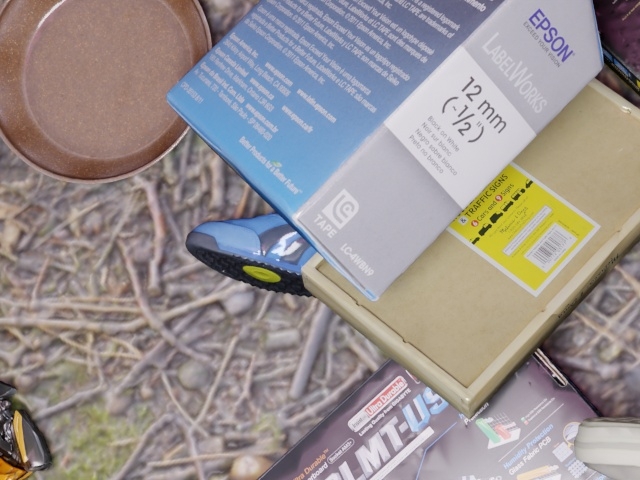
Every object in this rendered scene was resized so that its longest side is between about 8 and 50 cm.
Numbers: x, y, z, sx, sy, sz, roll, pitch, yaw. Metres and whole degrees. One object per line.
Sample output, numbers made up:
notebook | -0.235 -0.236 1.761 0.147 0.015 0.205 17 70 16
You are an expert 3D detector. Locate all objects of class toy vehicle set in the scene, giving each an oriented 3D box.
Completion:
toy vehicle set | 0.136 -0.014 1.416 0.166 0.035 0.267 39 74 22

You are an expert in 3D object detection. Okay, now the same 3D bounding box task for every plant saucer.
plant saucer | -0.180 -0.142 1.558 0.199 0.036 0.198 -2 83 13

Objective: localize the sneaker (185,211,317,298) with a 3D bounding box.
sneaker | 0.000 0.000 1.486 0.209 0.069 0.082 9 72 14

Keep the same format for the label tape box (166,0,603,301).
label tape box | 0.079 -0.154 1.393 0.348 0.115 0.249 -44 35 -2

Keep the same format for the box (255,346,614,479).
box | 0.109 0.235 1.422 0.295 0.073 0.293 -43 74 3

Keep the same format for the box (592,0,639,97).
box | 0.346 -0.232 1.427 0.322 0.079 0.257 -46 78 4

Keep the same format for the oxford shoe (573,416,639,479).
oxford shoe | 0.389 0.215 1.299 0.449 0.169 0.130 16 93 2

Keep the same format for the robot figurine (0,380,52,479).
robot figurine | -0.364 0.173 1.534 0.291 0.085 0.211 30 91 15
